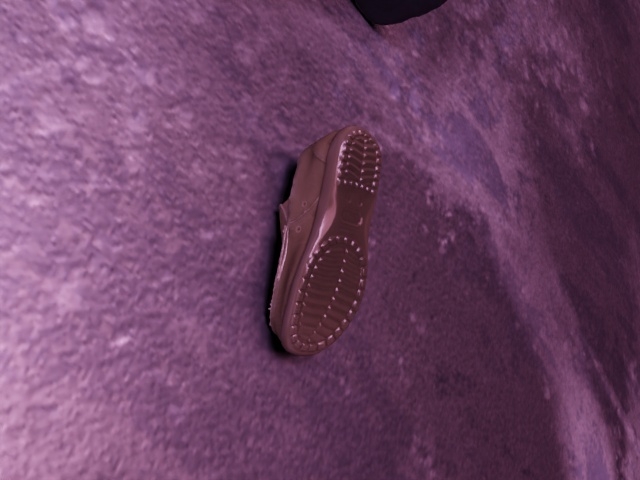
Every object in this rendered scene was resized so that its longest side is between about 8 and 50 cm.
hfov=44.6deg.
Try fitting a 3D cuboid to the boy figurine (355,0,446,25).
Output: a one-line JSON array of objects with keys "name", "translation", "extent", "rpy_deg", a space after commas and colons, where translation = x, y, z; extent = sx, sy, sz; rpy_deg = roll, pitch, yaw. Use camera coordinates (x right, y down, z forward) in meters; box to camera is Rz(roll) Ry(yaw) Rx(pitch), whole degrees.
[{"name": "boy figurine", "translation": [0.083, -0.318, 0.646], "extent": [0.177, 0.092, 0.285], "rpy_deg": [41, 51, -33]}]

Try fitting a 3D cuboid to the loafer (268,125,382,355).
[{"name": "loafer", "translation": [0.000, 0.000, 0.496], "extent": [0.056, 0.050, 0.148], "rpy_deg": [25, 77, -38]}]
